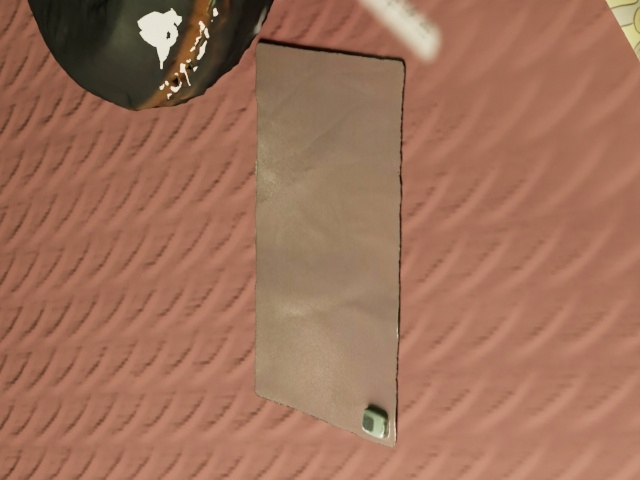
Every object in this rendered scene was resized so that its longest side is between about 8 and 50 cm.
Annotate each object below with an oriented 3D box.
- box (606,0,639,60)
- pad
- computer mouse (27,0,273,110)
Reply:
[{"bbox_3d":[0.153,-0.131,0.642,0.149,0.020,0.073,-47,61,44],"label":"box"},{"bbox_3d":[0.000,0.000,0.867,0.113,0.006,0.188,15,108,49],"label":"pad"},{"bbox_3d":[-0.093,-0.208,0.856,0.183,0.116,0.323,-50,51,46],"label":"computer mouse"}]
